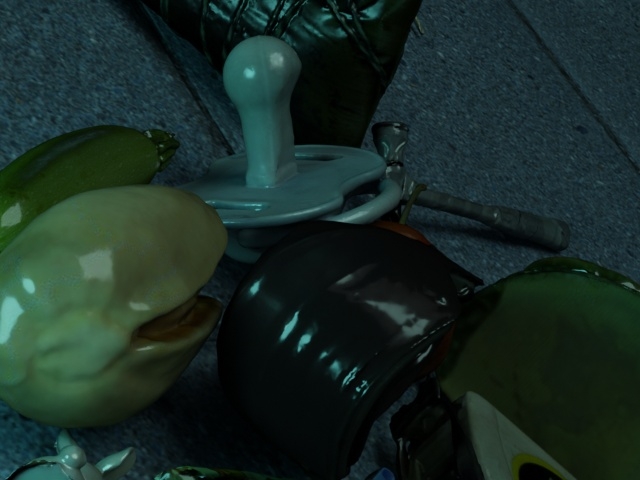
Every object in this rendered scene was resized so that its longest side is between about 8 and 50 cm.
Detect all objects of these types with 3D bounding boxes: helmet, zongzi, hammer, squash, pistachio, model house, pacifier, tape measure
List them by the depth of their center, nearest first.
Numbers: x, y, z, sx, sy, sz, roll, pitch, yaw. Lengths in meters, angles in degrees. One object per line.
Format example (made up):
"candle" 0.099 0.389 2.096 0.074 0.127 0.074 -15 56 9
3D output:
"pistachio" -0.182 0.049 1.269 0.187 0.187 0.299 45 21 4
"helmet" 0.011 0.082 1.345 0.177 0.225 0.305 33 5 5
"squash" -0.234 -0.055 1.425 0.094 0.094 0.341 44 32 2
"tape measure" 0.169 0.281 1.430 0.271 0.133 0.231 44 20 -9
"pacifier" -0.043 -0.099 1.565 0.287 0.238 0.225 -38 124 -56
"model house" 0.320 0.156 1.646 0.321 0.261 0.266 56 26 11
"zongzi" -0.088 -0.283 1.787 0.362 0.319 0.383 6 26 -34
"hammer" 0.204 -0.044 1.936 0.427 0.044 0.152 9 73 -50

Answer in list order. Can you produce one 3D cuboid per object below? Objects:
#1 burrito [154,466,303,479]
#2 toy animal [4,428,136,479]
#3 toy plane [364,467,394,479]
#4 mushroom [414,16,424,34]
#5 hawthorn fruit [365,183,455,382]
"burrito" -0.033 0.253 1.286 0.288 0.054 0.104 19 66 -49
"toy animal" -0.198 0.191 1.163 0.071 0.085 0.124 14 -5 10
"toy plane" 0.073 0.322 1.292 0.169 0.078 0.246 -18 90 -50
"mushroom" 0.062 -0.432 2.319 0.068 0.043 0.306 -18 64 -30
"hawthorn fruit" 0.081 0.018 1.592 0.165 0.165 0.285 33 50 -18
